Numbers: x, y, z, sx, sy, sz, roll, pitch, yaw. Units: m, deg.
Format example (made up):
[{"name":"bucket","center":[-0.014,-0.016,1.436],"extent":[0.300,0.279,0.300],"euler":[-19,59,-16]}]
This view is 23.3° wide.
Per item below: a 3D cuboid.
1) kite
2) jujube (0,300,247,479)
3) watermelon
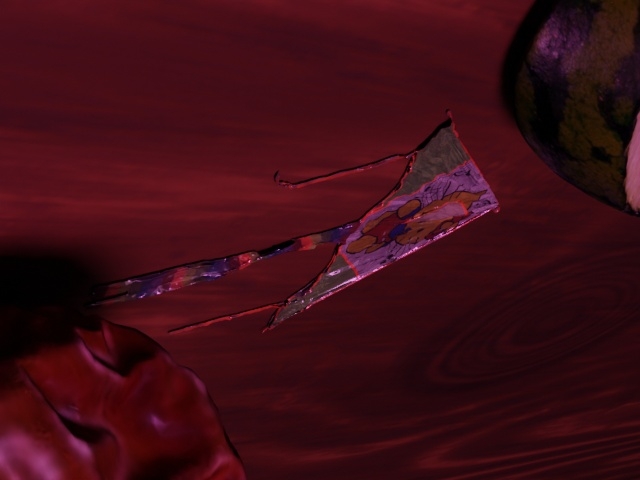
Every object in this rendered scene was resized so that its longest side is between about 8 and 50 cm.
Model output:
[{"name":"kite","center":[0.000,0.000,0.755],"extent":[0.244,0.006,0.198],"euler":[-12,155,-34]},{"name":"jujube","center":[-0.191,0.155,0.652],"extent":[0.342,0.216,0.216],"euler":[-27,163,34]},{"name":"watermelon","center":[0.147,-0.078,0.690],"extent":[0.119,0.063,0.245],"euler":[-44,155,-8]}]
